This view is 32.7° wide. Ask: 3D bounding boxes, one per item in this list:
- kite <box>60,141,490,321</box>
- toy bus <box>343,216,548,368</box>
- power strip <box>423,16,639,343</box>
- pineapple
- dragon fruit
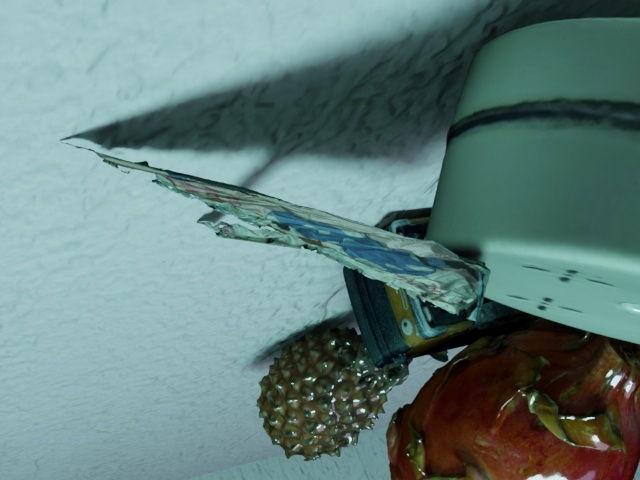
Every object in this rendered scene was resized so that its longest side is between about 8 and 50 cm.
[{"bbox_3d":[0.000,-0.001,0.821,0.406,0.014,0.368,24,171,-33],"label":"kite"},{"bbox_3d":[0.172,0.042,1.198,0.275,0.139,0.167,-9,163,-32],"label":"toy bus"},{"bbox_3d":[0.250,-0.021,0.794,0.357,0.162,0.357,15,171,2],"label":"power strip"},{"bbox_3d":[0.045,0.163,1.461,0.175,0.175,0.361,-4,146,-38],"label":"pineapple"},{"bbox_3d":[0.212,0.201,1.127,0.315,0.250,0.250,-39,158,13],"label":"dragon fruit"}]
